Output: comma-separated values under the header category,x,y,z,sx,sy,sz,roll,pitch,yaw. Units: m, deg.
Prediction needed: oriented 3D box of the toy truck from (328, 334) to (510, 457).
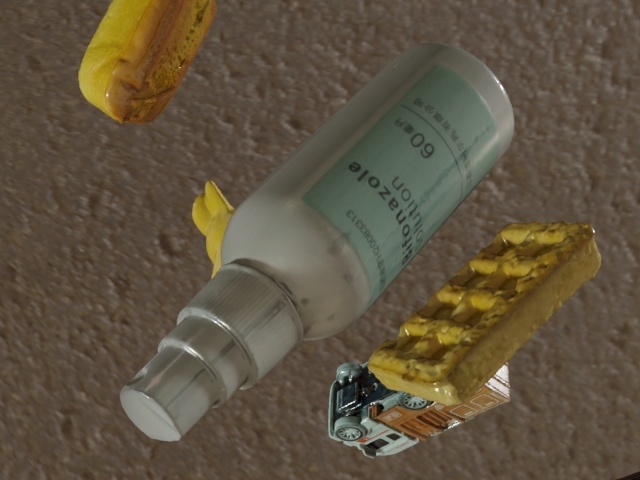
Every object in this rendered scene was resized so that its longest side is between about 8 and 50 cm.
category,x,y,z,sx,sy,sz,roll,pitch,yaw
toy truck,0.162,0.249,2.044,0.162,0.305,0.136,34,41,-30

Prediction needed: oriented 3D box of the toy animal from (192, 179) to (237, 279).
category,x,y,z,sx,sy,sz,roll,pitch,yaw
toy animal,-0.063,0.007,1.040,0.083,0.159,0.070,-39,136,11

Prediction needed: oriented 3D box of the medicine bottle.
category,x,y,z,sx,sy,sz,roll,pitch,yaw
medicine bottle,0.000,0.000,0.823,0.352,0.110,0.110,-46,118,-34

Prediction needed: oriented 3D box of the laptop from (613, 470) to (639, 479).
category,x,y,z,sx,sy,sz,roll,pitch,yaw
laptop,0.373,0.226,1.172,0.207,0.026,0.154,-20,150,10

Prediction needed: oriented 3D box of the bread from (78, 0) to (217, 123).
category,x,y,z,sx,sy,sz,roll,pitch,yaw
bread,-0.189,-0.251,1.444,0.102,0.094,0.245,27,91,-53

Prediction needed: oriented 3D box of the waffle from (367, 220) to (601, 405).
category,x,y,z,sx,sy,sz,roll,pitch,yaw
waffle,0.189,0.080,1.412,0.274,0.168,0.057,-42,108,-19
